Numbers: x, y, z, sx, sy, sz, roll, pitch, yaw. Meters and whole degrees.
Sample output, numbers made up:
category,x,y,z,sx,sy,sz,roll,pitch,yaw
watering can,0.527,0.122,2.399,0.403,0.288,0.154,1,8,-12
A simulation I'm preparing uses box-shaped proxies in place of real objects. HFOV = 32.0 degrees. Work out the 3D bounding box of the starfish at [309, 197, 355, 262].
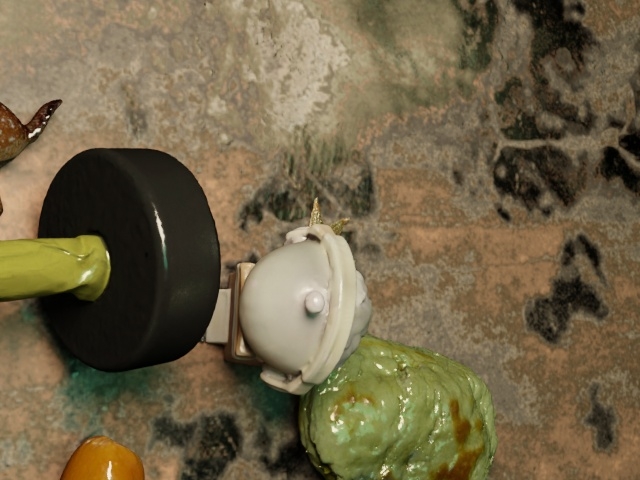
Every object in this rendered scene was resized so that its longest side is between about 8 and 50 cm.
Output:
category,x,y,z,sx,sy,sz,roll,pitch,yaw
starfish,0.000,0.000,1.221,0.092,0.016,0.086,-32,97,-27

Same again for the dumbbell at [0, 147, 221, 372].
category,x,y,z,sx,sy,sz,roll,pitch,yaw
dumbbell,-0.261,0.023,0.918,0.322,0.204,0.203,-5,85,-45

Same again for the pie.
category,x,y,z,sx,sy,sz,roll,pitch,yaw
pie,0.089,0.208,1.199,0.248,0.090,0.201,17,75,-26

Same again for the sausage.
category,x,y,z,sx,sy,sz,roll,pitch,yaw
sausage,-0.213,0.296,1.005,0.098,0.098,0.238,20,72,-26

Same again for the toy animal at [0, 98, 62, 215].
category,x,y,z,sx,sy,sz,roll,pitch,yaw
toy animal,-0.364,-0.142,1.005,0.243,0.087,0.260,33,67,-36

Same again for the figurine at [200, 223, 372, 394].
category,x,y,z,sx,sy,sz,roll,pitch,yaw
figurine,-0.020,0.071,1.077,0.141,0.237,0.162,10,75,-21
